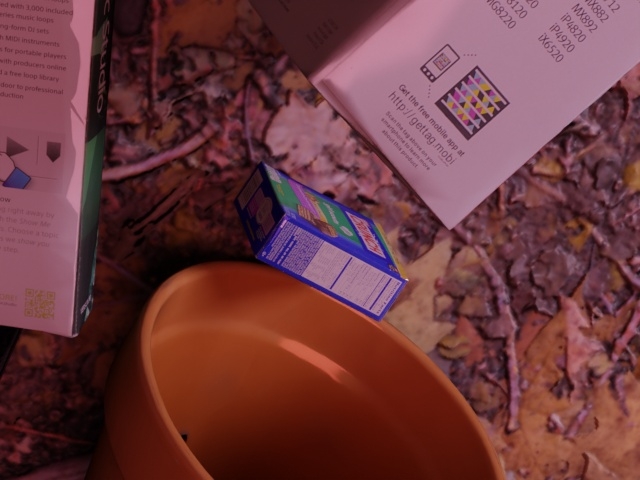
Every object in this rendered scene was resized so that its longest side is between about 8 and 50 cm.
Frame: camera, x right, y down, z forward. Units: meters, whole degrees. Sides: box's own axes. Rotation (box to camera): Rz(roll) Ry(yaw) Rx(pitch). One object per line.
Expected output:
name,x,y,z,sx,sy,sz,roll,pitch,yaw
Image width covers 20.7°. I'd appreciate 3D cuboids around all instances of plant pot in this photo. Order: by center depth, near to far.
plant pot,-0.043,0.185,1.211,0.291,0.291,0.203,23,123,-22

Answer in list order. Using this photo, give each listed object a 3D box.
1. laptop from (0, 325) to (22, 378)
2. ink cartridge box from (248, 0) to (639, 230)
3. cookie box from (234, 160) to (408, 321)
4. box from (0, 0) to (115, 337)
laptop,-0.478,0.150,1.211,0.382,0.236,0.408,28,132,-23
ink cartridge box,0.095,-0.190,1.042,0.272,0.309,0.130,-42,117,6
cookie box,0.000,0.000,1.226,0.107,0.092,0.040,28,107,-24
box,-0.246,-0.110,1.068,0.232,0.058,0.322,8,110,2
